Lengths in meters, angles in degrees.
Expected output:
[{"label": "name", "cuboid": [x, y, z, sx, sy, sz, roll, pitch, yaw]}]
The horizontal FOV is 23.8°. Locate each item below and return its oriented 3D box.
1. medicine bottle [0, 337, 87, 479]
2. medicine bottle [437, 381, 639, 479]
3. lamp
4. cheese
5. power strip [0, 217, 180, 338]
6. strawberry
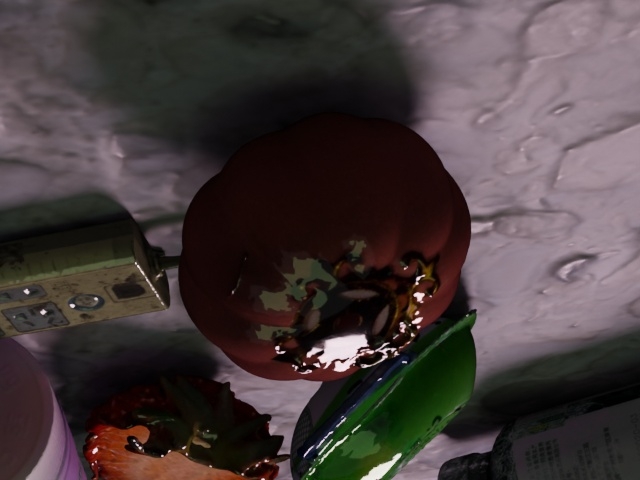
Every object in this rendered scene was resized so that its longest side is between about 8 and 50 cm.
[{"label": "medicine bottle", "cuboid": [-0.259, 0.181, 1.158, 0.152, 0.152, 0.254, -5, 153, -4]}, {"label": "medicine bottle", "cuboid": [0.253, 0.206, 1.338, 0.293, 0.141, 0.141, -20, 149, 21]}, {"label": "lamp", "cuboid": [0.000, 0.000, 0.915, 0.182, 0.140, 0.182, -14, 139, -13]}, {"label": "cheese", "cuboid": [0.041, 0.120, 1.104, 0.204, 0.083, 0.320, -45, 167, 1]}, {"label": "power strip", "cuboid": [-0.201, 0.032, 1.019, 0.268, 0.034, 0.092, -10, 151, 6]}, {"label": "strawberry", "cuboid": [-0.126, 0.159, 1.237, 0.167, 0.087, 0.208, 24, 154, -26]}]
